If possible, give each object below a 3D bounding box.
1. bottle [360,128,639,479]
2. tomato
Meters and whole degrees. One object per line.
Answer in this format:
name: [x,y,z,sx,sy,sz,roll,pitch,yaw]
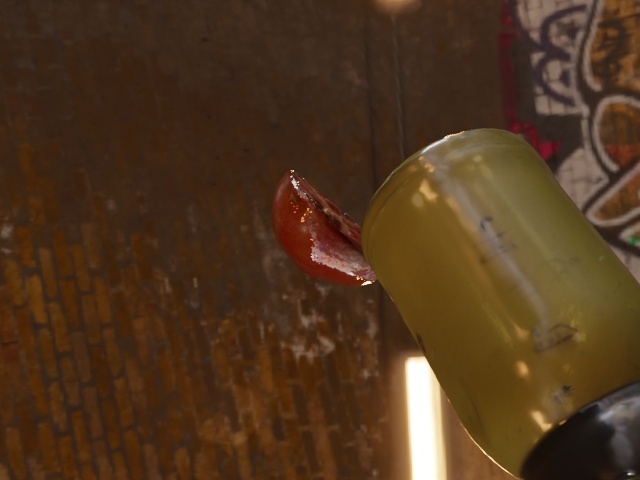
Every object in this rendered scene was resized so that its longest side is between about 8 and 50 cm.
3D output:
bottle: [0.171,0.090,0.668,0.171,0.171,0.351,40,-162,-51]
tomato: [0.000,0.000,0.942,0.155,0.069,0.155,42,-172,-8]
